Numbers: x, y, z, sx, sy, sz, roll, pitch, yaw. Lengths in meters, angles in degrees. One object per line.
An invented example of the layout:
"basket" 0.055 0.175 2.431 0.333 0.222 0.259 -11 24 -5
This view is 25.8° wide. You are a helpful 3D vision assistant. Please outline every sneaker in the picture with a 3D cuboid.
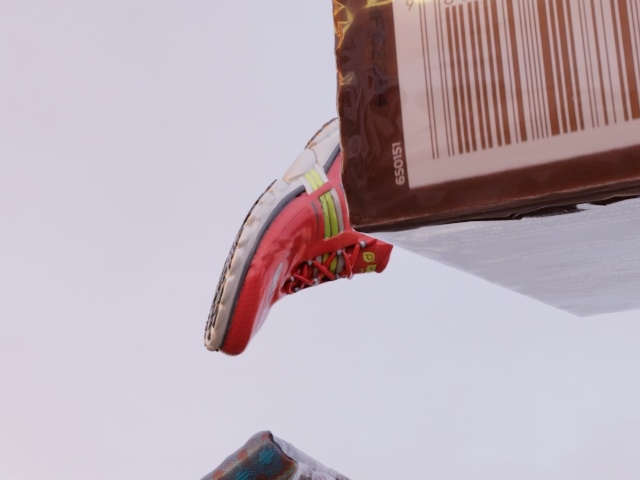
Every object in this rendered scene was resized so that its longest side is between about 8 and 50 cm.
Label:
"sneaker" 0.000 0.000 1.188 0.118 0.279 0.107 32 -38 5

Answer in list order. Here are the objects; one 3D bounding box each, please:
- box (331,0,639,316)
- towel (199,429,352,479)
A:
"box" 0.173 -0.052 0.769 0.191 0.143 0.381 -10 -15 24
"towel" -0.136 0.253 0.797 0.040 0.370 0.271 49 -1 17
